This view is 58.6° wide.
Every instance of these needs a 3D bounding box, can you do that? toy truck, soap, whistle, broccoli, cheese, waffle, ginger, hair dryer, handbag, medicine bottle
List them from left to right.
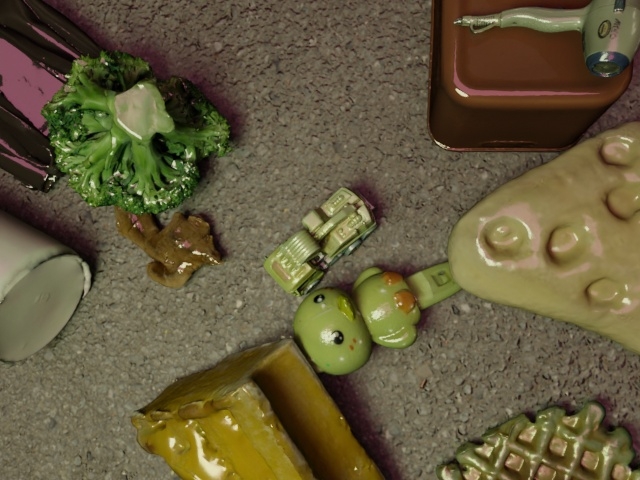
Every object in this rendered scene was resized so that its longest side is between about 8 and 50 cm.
[{"bbox_3d":[-0.597,0.029,0.927,0.379,0.213,0.213,27,91,11],"label":"medicine bottle"},{"bbox_3d":[-0.501,-0.256,0.986,0.257,0.113,0.285,36,93,4],"label":"handbag"},{"bbox_3d":[-0.286,-0.173,0.882,0.262,0.242,0.269,-31,102,-15],"label":"broccoli"},{"bbox_3d":[-0.255,-0.013,0.948,0.133,0.059,0.214,-40,78,13],"label":"ginger"},{"bbox_3d":[-0.087,0.345,0.851,0.304,0.169,0.338,-26,99,41],"label":"soap"},{"bbox_3d":[0.000,0.000,0.867,0.191,0.116,0.085,-43,79,5],"label":"toy truck"},{"bbox_3d":[0.079,0.098,0.837,0.294,0.141,0.141,-32,81,6],"label":"whistle"},{"bbox_3d":[0.330,0.392,0.808,0.309,0.056,0.291,-25,82,5],"label":"waffle"},{"bbox_3d":[0.276,-0.283,0.647,0.199,0.067,0.167,26,82,23],"label":"hair dryer"},{"bbox_3d":[0.359,0.045,0.785,0.329,0.129,0.350,-20,82,3],"label":"cheese"}]

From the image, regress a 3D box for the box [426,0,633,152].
[{"bbox_3d":[0.276,-0.309,0.779,0.240,0.229,0.339,2,88,9],"label":"box"}]
